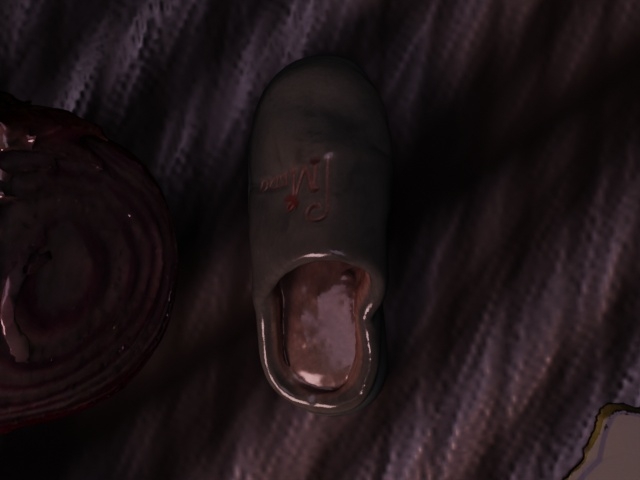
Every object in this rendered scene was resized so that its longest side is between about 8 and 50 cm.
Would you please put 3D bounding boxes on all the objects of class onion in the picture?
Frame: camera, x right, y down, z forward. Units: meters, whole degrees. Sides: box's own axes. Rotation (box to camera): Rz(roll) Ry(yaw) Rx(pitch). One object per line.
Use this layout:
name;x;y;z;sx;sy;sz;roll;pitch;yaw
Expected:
onion;-0.229;0.016;0.766;0.256;0.230;0.272;34;105;12

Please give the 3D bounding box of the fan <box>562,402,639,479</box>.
fan;0.290;0.255;0.836;0.229;0.011;0.335;-33;89;5

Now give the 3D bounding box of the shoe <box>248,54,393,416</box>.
shoe;0.000;0.000;0.810;0.103;0.100;0.251;-3;94;6
